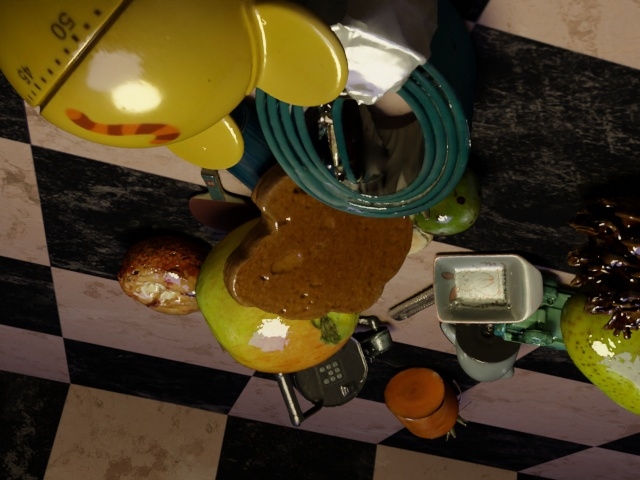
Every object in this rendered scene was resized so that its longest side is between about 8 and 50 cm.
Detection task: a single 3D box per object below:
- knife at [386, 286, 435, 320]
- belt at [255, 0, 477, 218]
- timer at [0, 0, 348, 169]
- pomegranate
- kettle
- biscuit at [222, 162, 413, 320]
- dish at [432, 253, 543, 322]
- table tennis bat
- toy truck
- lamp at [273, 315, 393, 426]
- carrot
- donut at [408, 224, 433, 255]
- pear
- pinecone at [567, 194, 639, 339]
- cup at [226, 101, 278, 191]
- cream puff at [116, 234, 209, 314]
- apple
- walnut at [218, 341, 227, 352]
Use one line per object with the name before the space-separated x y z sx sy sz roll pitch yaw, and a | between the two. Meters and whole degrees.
knife | 0.272 0.149 2.016 0.089 0.043 0.365 20 153 -19
belt | 0.073 -0.206 1.199 0.300 0.173 0.436 0 153 14
timer | -0.186 -0.253 0.973 0.387 0.376 0.376 38 145 -19
pomegranate | 0.201 -0.070 1.446 0.169 0.148 0.148 -13 171 -38
kettle | 0.399 0.251 2.085 0.221 0.161 0.236 30 164 21
biscuit | 0.000 0.000 1.480 0.381 0.074 0.358 -20 122 -20
dish | 0.369 0.101 1.804 0.234 0.154 0.064 -1 -172 23
table tennis bat | -0.209 -0.078 1.732 0.154 0.021 0.274 6 156 7
toy truck | 0.542 0.177 1.868 0.279 0.154 0.156 12 163 -8
lamp | -0.010 0.331 2.220 0.374 0.205 0.272 -24 -172 -32
carrot | 0.336 0.512 2.580 0.193 0.214 0.331 27 163 35
donut | 0.146 -0.030 1.662 0.175 0.068 0.174 9 152 5
pear | 0.638 0.186 1.644 0.318 0.238 0.342 20 116 -3
pinecone | 0.548 0.031 1.450 0.244 0.257 0.243 22 157 10
cup | -0.137 -0.158 1.435 0.150 0.113 0.138 -12 146 33
cream puff | -0.354 0.078 1.945 0.240 0.164 0.240 9 140 8
apple | -0.092 0.115 1.712 0.340 0.339 0.339 7 154 4
walnut | -0.144 0.201 2.133 0.204 0.141 0.238 10 -155 44
